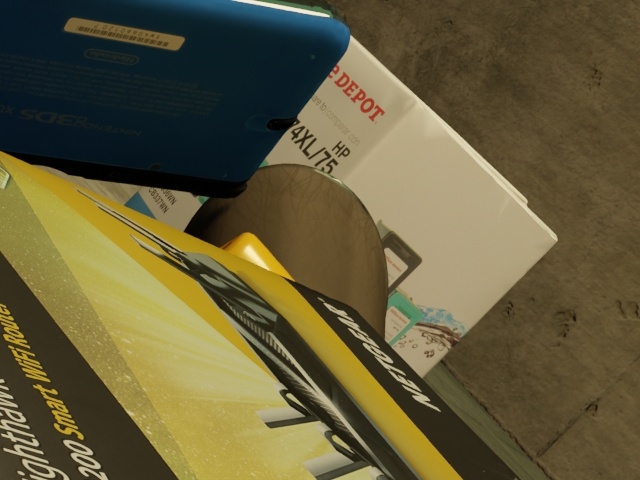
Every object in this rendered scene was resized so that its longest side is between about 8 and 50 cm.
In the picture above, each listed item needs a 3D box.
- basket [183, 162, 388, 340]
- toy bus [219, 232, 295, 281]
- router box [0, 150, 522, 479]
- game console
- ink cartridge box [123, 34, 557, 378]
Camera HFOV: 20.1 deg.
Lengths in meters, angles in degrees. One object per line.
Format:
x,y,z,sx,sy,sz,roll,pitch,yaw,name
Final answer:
-0.030,0.082,1.134,0.154,0.204,0.227,12,19,-5,basket
-0.024,0.115,0.775,0.333,0.130,0.108,50,-21,-4,toy bus
-0.044,0.069,0.512,0.243,0.081,0.309,25,10,-31,router box
-0.172,-0.133,1.115,0.293,0.250,0.173,6,52,-31,game console
0.000,0.000,1.418,0.197,0.270,0.198,41,5,-37,ink cartridge box
